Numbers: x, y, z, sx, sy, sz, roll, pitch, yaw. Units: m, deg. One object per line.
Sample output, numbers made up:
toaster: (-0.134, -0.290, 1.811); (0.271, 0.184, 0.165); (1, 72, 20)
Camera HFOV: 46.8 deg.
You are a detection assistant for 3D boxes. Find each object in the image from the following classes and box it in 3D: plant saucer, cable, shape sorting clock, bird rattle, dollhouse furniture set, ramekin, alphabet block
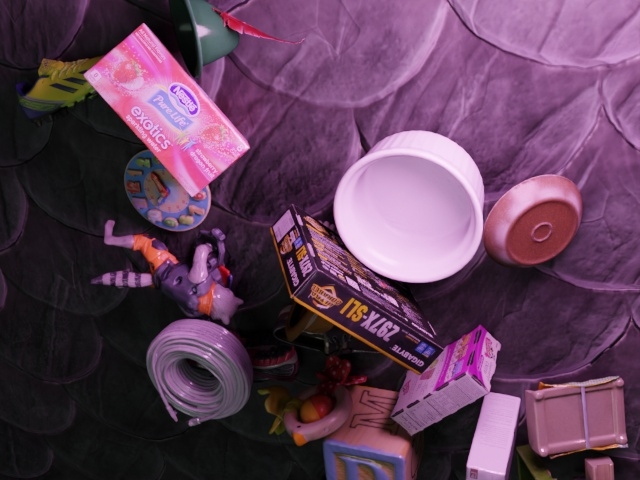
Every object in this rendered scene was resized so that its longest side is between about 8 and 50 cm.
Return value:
plant saucer: (0.390, -0.023, 1.327); (0.198, 0.036, 0.199); (-10, 126, -14)
cable: (-0.273, 0.298, 1.690); (0.257, 0.089, 0.257); (-13, 115, 27)
shape sorting clock: (-0.341, -0.109, 1.635); (0.206, 0.040, 0.206); (11, 125, 16)
bird rattle: (-0.003, 0.376, 1.674); (0.253, 0.207, 0.143); (-18, 114, -9)
dollhouse furniture set: (0.535, 0.417, 1.595); (0.197, 0.151, 0.302); (-8, 103, -1)
ramekin: (0.174, -0.071, 1.388); (0.277, 0.135, 0.277); (10, 125, 15)
alphabet block: (0.129, 0.480, 1.727); (0.193, 0.197, 0.193); (8, 124, 18)

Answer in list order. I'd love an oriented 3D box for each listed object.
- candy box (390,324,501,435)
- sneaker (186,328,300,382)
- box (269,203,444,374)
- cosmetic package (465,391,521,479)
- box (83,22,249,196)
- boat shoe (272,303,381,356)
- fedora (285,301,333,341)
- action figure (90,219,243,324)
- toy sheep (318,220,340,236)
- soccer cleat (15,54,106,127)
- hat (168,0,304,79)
candy box: (0.267, 0.300, 1.576); (0.071, 0.159, 0.233); (44, 128, -7)
sneaker: (-0.195, 0.295, 1.790); (0.299, 0.121, 0.112); (0, 128, 24)
box: (0.066, 0.091, 1.402); (0.322, 0.257, 0.079); (33, 105, -27)
cosmetic package: (0.371, 0.446, 1.582); (0.085, 0.231, 0.117); (7, 124, 18)
box: (-0.288, -0.249, 1.425); (0.154, 0.142, 0.300); (-40, 103, 0)
boat shoe: (0.028, 0.217, 1.661); (0.285, 0.092, 0.103); (11, 126, 16)
fedora: (-0.002, 0.141, 1.580); (0.079, 0.194, 0.194); (28, 129, -13)
action figure: (-0.338, 0.121, 1.702); (0.330, 0.178, 0.342); (18, 128, 15)
toy sheep: (0.000, 0.000, 1.539); (0.132, 0.091, 0.091); (10, 126, 0)
soccer cleat: (-0.529, -0.334, 1.537); (0.289, 0.093, 0.121); (-19, 106, 30)
hat: (-0.165, -0.399, 1.381); (0.173, 0.183, 0.209); (127, 124, -69)
